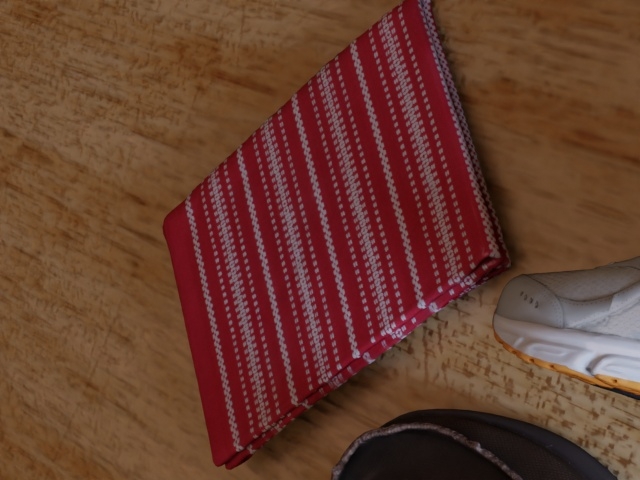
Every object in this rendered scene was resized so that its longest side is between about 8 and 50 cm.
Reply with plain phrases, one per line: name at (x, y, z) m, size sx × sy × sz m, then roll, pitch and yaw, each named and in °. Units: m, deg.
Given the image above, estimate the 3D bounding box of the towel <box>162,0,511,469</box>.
towel at (0.000, 0.000, 1.172) m, size 0.275 × 0.031 × 0.198 m, roll -40°, pitch 53°, yaw 37°

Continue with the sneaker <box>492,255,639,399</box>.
sneaker at (0.199, 0.022, 0.888) m, size 0.262 × 0.099 × 0.121 m, roll 6°, pitch 80°, yaw 43°

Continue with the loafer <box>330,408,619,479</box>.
loafer at (0.108, 0.185, 0.926) m, size 0.366 × 0.130 × 0.133 m, roll 31°, pitch 107°, yaw 48°
